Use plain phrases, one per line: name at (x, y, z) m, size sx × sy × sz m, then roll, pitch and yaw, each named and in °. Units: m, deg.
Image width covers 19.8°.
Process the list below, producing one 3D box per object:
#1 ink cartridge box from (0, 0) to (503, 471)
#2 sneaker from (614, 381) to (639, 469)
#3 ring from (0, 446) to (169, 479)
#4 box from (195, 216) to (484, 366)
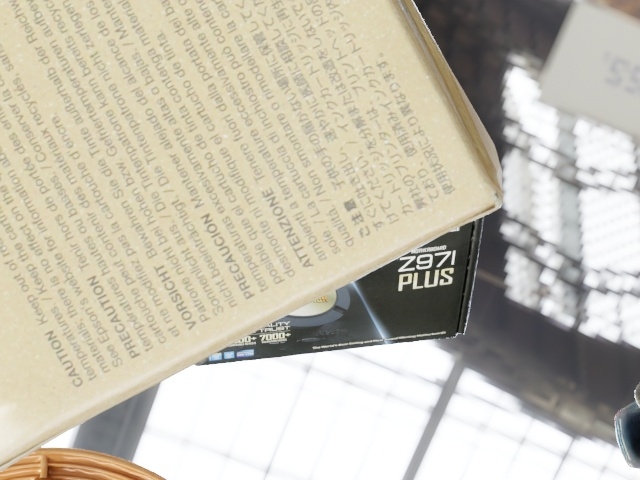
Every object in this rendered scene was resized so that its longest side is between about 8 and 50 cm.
ink cartridge box at (-0.077, -0.074, 0.594) m, size 0.234 × 0.193 × 0.088 m, roll 62°, pitch -170°, yaw -7°
sneaker at (0.335, 0.117, 1.415) m, size 0.148 × 0.350 × 0.131 m, roll -11°, pitch -110°, yaw -17°
ring at (-0.197, 0.319, 1.340) m, size 0.337 × 0.336 × 0.032 m, roll 20°, pitch -176°, yaw -2°
box at (0.000, 0.000, 1.109) m, size 0.180 × 0.147 × 0.077 m, roll -6°, pitch -123°, yaw -5°
